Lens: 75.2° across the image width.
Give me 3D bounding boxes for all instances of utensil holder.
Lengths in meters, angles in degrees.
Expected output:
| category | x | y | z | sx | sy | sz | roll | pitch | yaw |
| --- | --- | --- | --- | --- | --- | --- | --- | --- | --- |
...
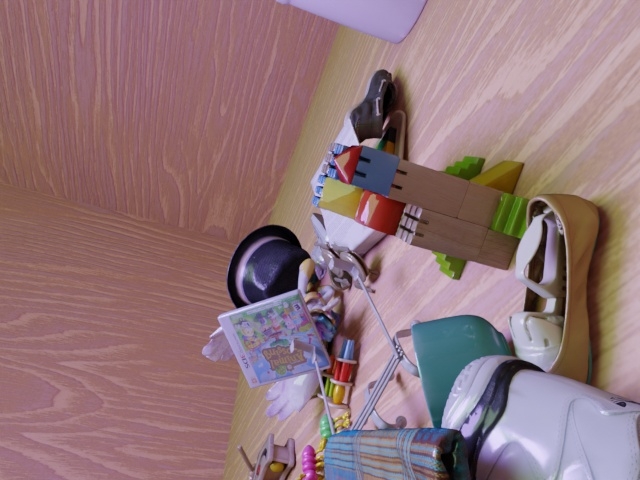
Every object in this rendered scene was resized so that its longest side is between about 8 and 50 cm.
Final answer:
| category | x | y | z | sx | sy | sz | roll | pitch | yaw |
| --- | --- | --- | --- | --- | --- | --- | --- | --- | --- |
| utensil holder | 0.102 | -0.779 | 1.169 | 0.327 | 0.384 | 0.328 | -166 | 90 | -77 |

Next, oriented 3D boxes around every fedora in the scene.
| category | x | y | z | sx | sy | sz | roll | pitch | yaw |
| --- | --- | --- | --- | --- | --- | --- | --- | --- | --- |
| fedora | -0.140 | 0.108 | 1.374 | 0.152 | 0.333 | 0.335 | 6 | 80 | 43 |

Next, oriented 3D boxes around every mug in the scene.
| category | x | y | z | sx | sy | sz | roll | pitch | yaw |
| --- | --- | --- | --- | --- | --- | --- | --- | --- | --- |
| mug | 0.168 | 0.162 | 0.465 | 0.129 | 0.097 | 0.158 | 54 | -155 | -58 |

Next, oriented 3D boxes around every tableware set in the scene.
| category | x | y | z | sx | sy | sz | roll | pitch | yaw |
| --- | --- | --- | --- | --- | --- | --- | --- | --- | --- |
| tableware set | 0.063 | 0.052 | 1.018 | 0.039 | 0.128 | 0.194 | -35 | 17 | -19 |

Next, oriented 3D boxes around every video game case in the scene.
| category | x | y | z | sx | sy | sz | roll | pitch | yaw |
| --- | --- | --- | --- | --- | --- | --- | --- | --- | --- |
| video game case | -0.105 | 0.228 | 0.947 | 0.023 | 0.212 | 0.194 | -53 | -58 | -71 |

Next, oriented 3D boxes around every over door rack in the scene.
| category | x | y | z | sx | sy | sz | roll | pitch | yaw |
| --- | --- | --- | --- | --- | --- | --- | --- | --- | --- |
| over door rack | 0.071 | 0.211 | 0.761 | 0.240 | 0.108 | 0.324 | -65 | 30 | 18 |

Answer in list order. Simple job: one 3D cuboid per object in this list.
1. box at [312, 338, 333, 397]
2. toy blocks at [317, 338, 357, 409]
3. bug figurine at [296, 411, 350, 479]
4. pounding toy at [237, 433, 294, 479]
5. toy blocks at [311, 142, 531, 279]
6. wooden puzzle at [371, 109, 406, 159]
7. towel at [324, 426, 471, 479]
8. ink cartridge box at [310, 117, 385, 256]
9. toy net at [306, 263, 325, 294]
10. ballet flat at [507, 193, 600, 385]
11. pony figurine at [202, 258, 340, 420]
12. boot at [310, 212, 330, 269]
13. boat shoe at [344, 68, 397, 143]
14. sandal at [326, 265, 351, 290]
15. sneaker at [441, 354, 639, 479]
| category | x | y | z | sx | sy | sz | roll | pitch | yaw |
| --- | --- | --- | --- | --- | --- | --- | --- | --- | --- |
| box | -0.013 | 0.367 | 1.199 | 0.201 | 0.021 | 0.165 | 129 | 153 | -59 |
| toy blocks | 0.042 | 0.301 | 0.971 | 0.123 | 0.054 | 0.148 | 160 | 124 | -73 |
| bug figurine | 0.005 | 0.500 | 0.873 | 0.216 | 0.072 | 0.279 | -97 | 25 | -58 |
| pounding toy | -0.186 | 0.701 | 1.256 | 0.154 | 0.154 | 0.270 | -86 | 17 | -54 |
| toy blocks | 0.111 | -0.071 | 0.641 | 0.381 | 0.260 | 0.191 | -126 | 52 | -73 |
| wooden puzzle | 0.151 | -0.181 | 1.064 | 0.221 | 0.044 | 0.239 | 125 | 156 | -54 |
| towel | 0.049 | 0.323 | 0.387 | 0.370 | 0.040 | 0.272 | 110 | 164 | -63 |
| ink cartridge box | 0.079 | -0.109 | 1.037 | 0.296 | 0.066 | 0.262 | 130 | 129 | -60 |
| toy net | -0.030 | 0.129 | 1.467 | 0.232 | 0.045 | 0.122 | 130 | 152 | -60 |
| ballet flat | 0.227 | 0.063 | 0.426 | 0.080 | 0.073 | 0.233 | 152 | 131 | -73 |
| pony figurine | -0.088 | 0.231 | 1.107 | 0.351 | 0.302 | 0.363 | -46 | 13 | 5 |
| boot | 0.000 | 0.000 | 1.370 | 0.124 | 0.095 | 0.258 | -64 | 17 | 15 |
| boat shoe | 0.158 | -0.354 | 1.096 | 0.335 | 0.095 | 0.112 | -61 | -29 | -42 |
| sandal | 0.051 | 0.077 | 1.176 | 0.180 | 0.072 | 0.049 | -95 | 2 | -45 |
| sneaker | 0.180 | 0.265 | 0.258 | 0.210 | 0.137 | 0.367 | 153 | 123 | -64 |
